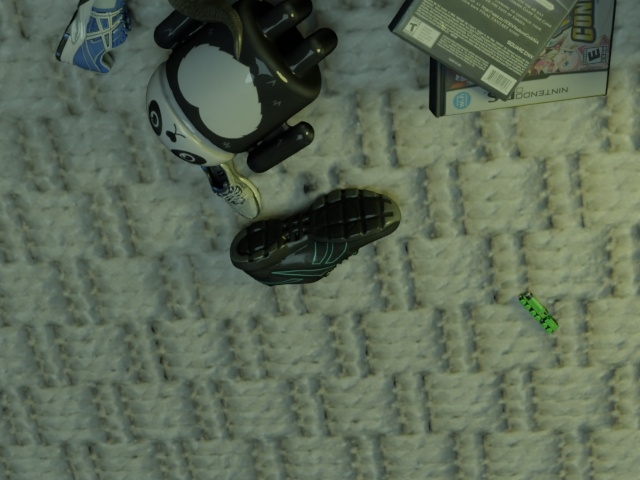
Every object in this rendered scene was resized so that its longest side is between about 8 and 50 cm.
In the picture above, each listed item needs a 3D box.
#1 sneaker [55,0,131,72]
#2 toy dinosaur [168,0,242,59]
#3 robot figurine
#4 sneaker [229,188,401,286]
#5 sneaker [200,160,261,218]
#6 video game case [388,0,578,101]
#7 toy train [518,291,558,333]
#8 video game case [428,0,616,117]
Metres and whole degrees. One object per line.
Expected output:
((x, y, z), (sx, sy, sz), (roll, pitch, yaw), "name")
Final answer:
((-0.296, -0.322, 1.655), (0.081, 0.080, 0.211), (26, 131, -13), "sneaker")
((-0.148, -0.359, 1.538), (0.160, 0.121, 0.313), (-10, 78, 4), "toy dinosaur")
((-0.112, -0.219, 1.620), (0.278, 0.209, 0.173), (-33, 149, 24), "robot figurine")
((0.000, 0.000, 1.794), (0.267, 0.101, 0.106), (-15, 139, 16), "sneaker")
((-0.140, -0.079, 1.775), (0.052, 0.058, 0.135), (-28, 113, 23), "sneaker")
((0.238, -0.331, 1.484), (0.196, 0.026, 0.274), (26, 108, -27), "video game case")
((0.337, 0.111, 1.834), (0.024, 0.017, 0.083), (-38, 108, 16), "toy train")
((0.265, -0.303, 1.542), (0.248, 0.035, 0.274), (-8, 121, -11), "video game case")
